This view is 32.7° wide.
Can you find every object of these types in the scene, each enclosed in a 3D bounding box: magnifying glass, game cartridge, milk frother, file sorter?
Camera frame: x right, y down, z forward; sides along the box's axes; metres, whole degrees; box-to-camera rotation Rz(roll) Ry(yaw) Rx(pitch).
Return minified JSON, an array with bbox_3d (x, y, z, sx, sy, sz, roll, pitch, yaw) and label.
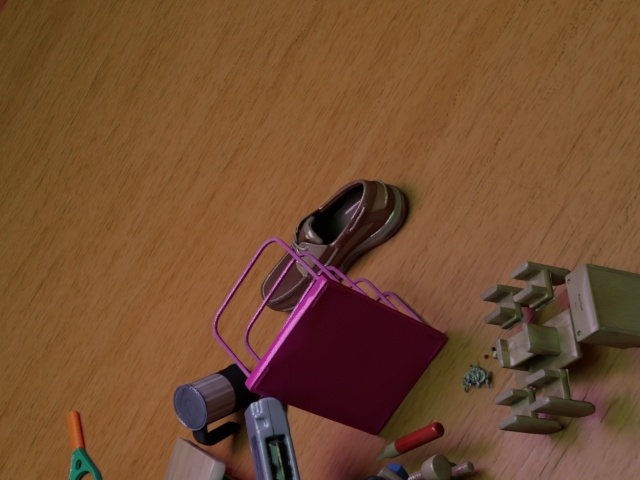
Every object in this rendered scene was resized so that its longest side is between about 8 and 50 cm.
[{"bbox_3d":[-0.495,0.455,2.245,0.092,0.026,0.231,-39,51,24],"label":"magnifying glass"},{"bbox_3d":[-0.060,0.389,1.633,0.196,0.060,0.294,129,131,-72],"label":"game cartridge"},{"bbox_3d":[-0.158,0.292,1.923,0.143,0.135,0.129,-16,92,41],"label":"milk frother"},{"bbox_3d":[0.008,0.146,1.728,0.202,0.291,0.182,-55,42,9],"label":"file sorter"}]

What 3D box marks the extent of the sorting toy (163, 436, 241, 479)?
[{"bbox_3d":[-0.216,0.491,1.868,0.255,0.089,0.257,-2,69,69],"label":"sorting toy"}]

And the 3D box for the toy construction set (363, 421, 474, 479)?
[{"bbox_3d":[0.087,0.438,1.594,0.237,0.257,0.309,-34,30,43],"label":"toy construction set"}]

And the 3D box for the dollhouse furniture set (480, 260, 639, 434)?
[{"bbox_3d":[0.366,0.139,1.537,0.242,0.161,0.212,-44,43,50],"label":"dollhouse furniture set"}]

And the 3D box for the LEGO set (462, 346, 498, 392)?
[{"bbox_3d":[0.243,0.199,1.671,0.054,0.023,0.083,25,89,46],"label":"LEGO set"}]

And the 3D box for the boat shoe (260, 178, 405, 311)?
[{"bbox_3d":[0.000,0.000,1.923,0.324,0.116,0.123,-44,47,19],"label":"boat shoe"}]
